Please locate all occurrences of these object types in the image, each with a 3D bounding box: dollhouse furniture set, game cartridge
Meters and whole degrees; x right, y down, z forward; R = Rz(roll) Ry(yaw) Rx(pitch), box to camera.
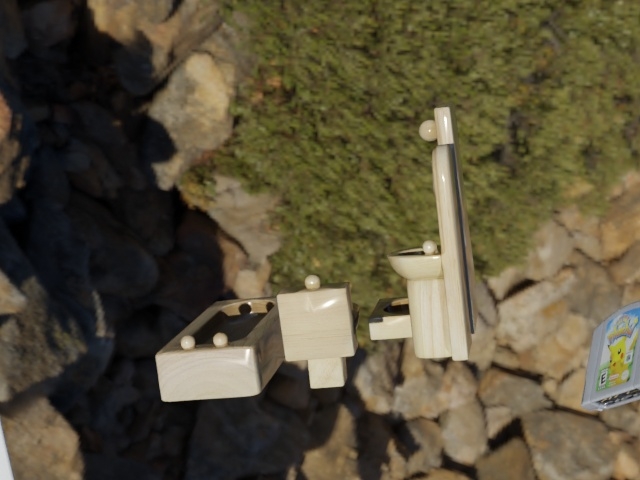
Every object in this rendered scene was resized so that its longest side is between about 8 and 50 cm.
[{"bbox_3d":[0.000,0.000,0.569,0.144,0.151,0.123,-46,129,-76],"label":"dollhouse furniture set"},{"bbox_3d":[0.173,0.063,0.604,0.017,0.083,0.056,22,68,-7],"label":"game cartridge"}]

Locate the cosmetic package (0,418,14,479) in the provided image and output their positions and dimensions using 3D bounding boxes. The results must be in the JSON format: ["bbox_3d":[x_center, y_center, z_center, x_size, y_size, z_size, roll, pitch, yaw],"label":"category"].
[{"bbox_3d":[-0.232,0.265,0.596,0.097,0.284,0.377,-15,98,-35],"label":"cosmetic package"}]
